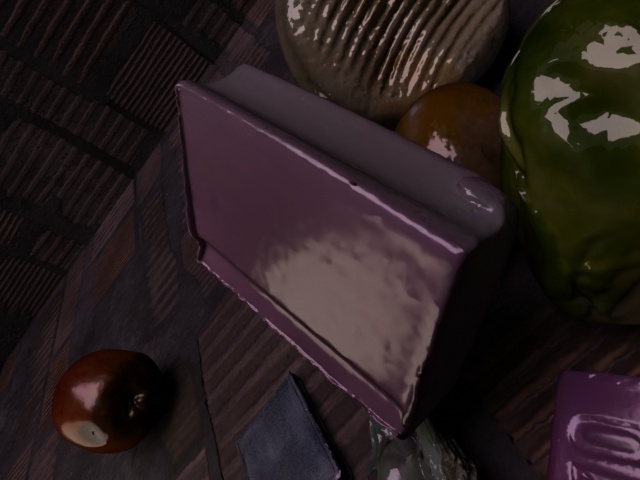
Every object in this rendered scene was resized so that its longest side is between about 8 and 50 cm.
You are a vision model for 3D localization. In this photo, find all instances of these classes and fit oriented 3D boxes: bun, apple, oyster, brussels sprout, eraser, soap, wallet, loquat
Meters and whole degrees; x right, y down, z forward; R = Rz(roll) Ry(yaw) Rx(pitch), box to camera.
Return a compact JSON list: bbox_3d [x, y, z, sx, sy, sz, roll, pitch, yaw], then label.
[{"bbox_3d":[0.105,-0.353,0.788,0.365,0.365,0.219,-56,3,3],"label":"bun"},{"bbox_3d":[-0.457,0.347,1.047,0.229,0.229,0.230,-32,42,34],"label":"apple"},{"bbox_3d":[0.118,0.259,0.493,0.252,0.087,0.200,-8,67,58],"label":"oyster"},{"bbox_3d":[0.267,-0.076,0.405,0.227,0.259,0.295,-4,104,29],"label":"brussels sprout"},{"bbox_3d":[0.000,0.000,0.512,0.359,0.122,0.273,33,135,32],"label":"eraser"},{"bbox_3d":[0.249,0.215,0.380,0.122,0.065,0.203,-9,57,49],"label":"soap"},{"bbox_3d":[-0.050,0.326,0.704,0.167,0.036,0.222,-54,32,7],"label":"wallet"},{"bbox_3d":[0.182,-0.098,0.611,0.179,0.179,0.228,-37,44,29],"label":"loquat"}]
